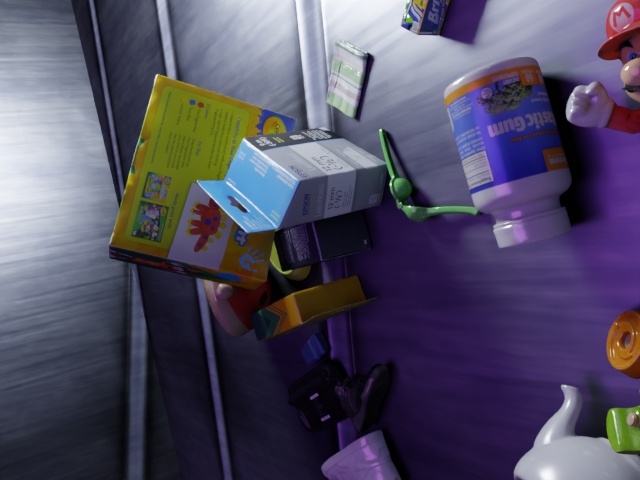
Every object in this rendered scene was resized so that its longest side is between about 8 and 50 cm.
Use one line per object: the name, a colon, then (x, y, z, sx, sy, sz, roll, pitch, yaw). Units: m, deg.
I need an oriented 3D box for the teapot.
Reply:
teapot: (0.439, 0.399, 0.849, 0.256, 0.187, 0.252, 61, 174, -23)

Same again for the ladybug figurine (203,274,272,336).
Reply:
ladybug figurine: (-0.238, 0.125, 1.667, 0.449, 0.161, 0.305, -133, 27, -84)

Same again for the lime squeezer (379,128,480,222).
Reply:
lime squeezer: (0.189, -0.108, 1.154, 0.310, 0.058, 0.110, 49, 138, 37)

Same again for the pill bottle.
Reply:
pill bottle: (0.302, -0.132, 0.886, 0.152, 0.152, 0.272, -20, 84, 57)

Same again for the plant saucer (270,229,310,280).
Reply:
plant saucer: (-0.109, 0.008, 1.642, 0.241, 0.037, 0.241, 31, 129, 46)

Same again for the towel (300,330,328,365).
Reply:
towel: (-0.015, 0.315, 1.628, 0.067, 0.029, 0.119, 63, 144, 21)

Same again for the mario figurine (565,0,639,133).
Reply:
mario figurine: (0.422, -0.145, 0.678, 0.198, 0.170, 0.321, -22, 89, 22)

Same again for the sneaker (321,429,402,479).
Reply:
sneaker: (0.107, 0.634, 1.485, 0.169, 0.108, 0.293, 64, 143, 25)

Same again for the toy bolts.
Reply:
toy bolts: (0.513, 0.182, 0.742, 0.229, 0.158, 0.218, 108, 177, -52)

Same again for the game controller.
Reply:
game controller: (0.000, 0.463, 1.644, 0.167, 0.067, 0.319, 53, 143, 9)

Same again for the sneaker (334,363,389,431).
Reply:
sneaker: (0.099, 0.373, 1.424, 0.130, 0.087, 0.228, 43, 139, 32)

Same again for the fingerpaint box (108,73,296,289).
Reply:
fingerpaint box: (-0.287, -0.135, 1.414, 0.163, 0.370, 0.445, 146, 135, -66)

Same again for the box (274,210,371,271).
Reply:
box: (0.000, 0.000, 1.387, 0.207, 0.153, 0.108, -19, 84, 56)

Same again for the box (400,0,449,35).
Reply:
box: (0.202, -0.460, 1.008, 0.054, 0.059, 0.169, 47, 137, 39)

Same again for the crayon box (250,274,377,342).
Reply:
crayon box: (-0.025, 0.172, 1.439, 0.318, 0.202, 0.081, -32, 74, 54)

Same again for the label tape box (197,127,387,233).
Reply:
label tape box: (-0.064, -0.146, 1.251, 0.249, 0.347, 0.115, 40, 132, 43)

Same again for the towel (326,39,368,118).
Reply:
towel: (0.057, -0.371, 1.290, 0.113, 0.023, 0.152, 44, 135, 41)
